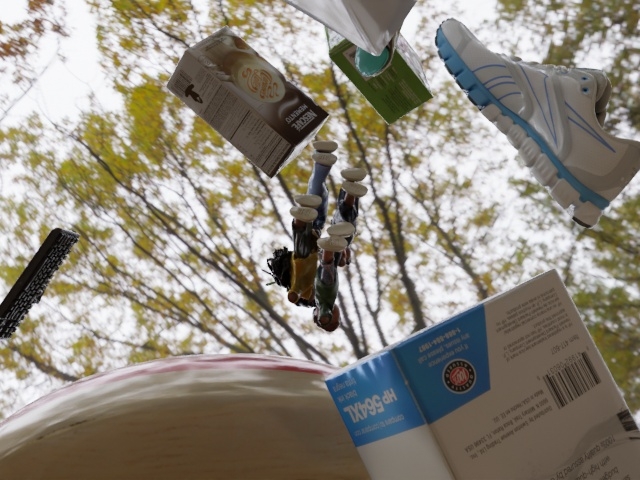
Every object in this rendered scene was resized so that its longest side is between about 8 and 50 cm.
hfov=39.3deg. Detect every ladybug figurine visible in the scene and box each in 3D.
[{"bbox_3d":[-0.095,0.210,0.739,0.450,0.162,0.305,1,-57,-14],"label":"ladybug figurine"}]

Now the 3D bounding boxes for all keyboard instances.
[{"bbox_3d":[-0.396,0.062,1.249,0.023,0.108,0.180,35,-92,4],"label":"keyboard"}]

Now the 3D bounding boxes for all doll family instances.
[{"bbox_3d":[0.000,0.000,0.767,0.076,0.193,0.111,11,-52,10],"label":"doll family"}]

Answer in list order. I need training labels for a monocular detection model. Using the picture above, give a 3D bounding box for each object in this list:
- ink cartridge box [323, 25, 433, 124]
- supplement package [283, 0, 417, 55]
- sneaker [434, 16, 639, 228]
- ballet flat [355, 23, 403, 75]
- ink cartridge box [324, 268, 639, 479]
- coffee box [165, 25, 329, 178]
[{"bbox_3d":[0.088,-0.357,1.565,0.097,0.255,0.189,-30,-48,21],"label":"ink cartridge box"},{"bbox_3d":[-0.055,-0.263,0.470,0.175,0.293,0.177,-56,-17,1],"label":"supplement package"},{"bbox_3d":[0.159,-0.102,0.640,0.083,0.190,0.071,-44,-23,16],"label":"sneaker"},{"bbox_3d":[0.095,-0.294,1.267,0.052,0.057,0.168,-44,-9,-27],"label":"ballet flat"},{"bbox_3d":[0.117,0.140,0.537,0.148,0.086,0.203,-20,-99,-36],"label":"ink cartridge box"},{"bbox_3d":[-0.125,-0.243,1.567,0.246,0.098,0.141,41,-138,0],"label":"coffee box"}]
